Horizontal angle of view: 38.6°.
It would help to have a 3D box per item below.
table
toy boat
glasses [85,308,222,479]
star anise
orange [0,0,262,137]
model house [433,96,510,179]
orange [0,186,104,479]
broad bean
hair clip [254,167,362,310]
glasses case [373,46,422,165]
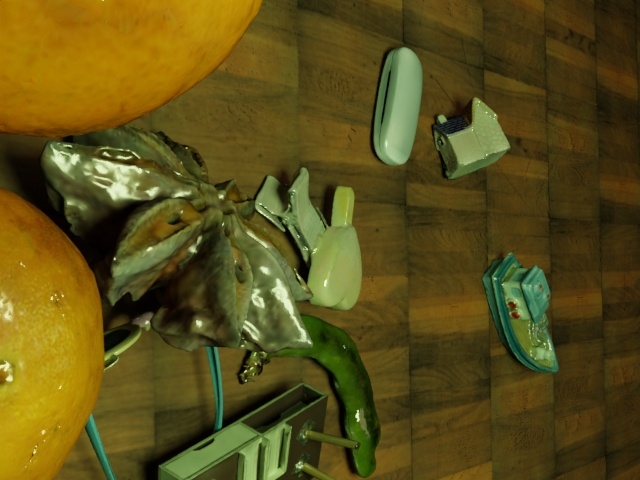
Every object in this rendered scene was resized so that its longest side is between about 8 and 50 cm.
[{"bbox_3d":[-0.059,0.273,1.023,0.240,0.111,0.121,-23,126,-48],"label":"table"},{"bbox_3d":[0.366,0.137,1.592,0.109,0.098,0.237,-46,123,-38],"label":"toy boat"},{"bbox_3d":[-0.186,0.171,0.960,0.190,0.088,0.220,-26,128,-49],"label":"glasses"},{"bbox_3d":[-0.136,-0.001,0.883,0.332,0.331,0.117,21,114,-48],"label":"star anise"},{"bbox_3d":[-0.238,-0.281,0.692,0.424,0.326,0.423,12,71,-38],"label":"orange"},{"bbox_3d":[0.230,-0.162,1.462,0.101,0.088,0.100,-22,81,-17],"label":"model house"},{"bbox_3d":[-0.298,0.087,0.680,0.284,0.226,0.283,1,88,-46],"label":"orange"},{"bbox_3d":[0.009,0.190,1.193,0.292,0.049,0.144,47,60,-36],"label":"broad bean"},{"bbox_3d":[0.003,-0.002,1.183,0.159,0.071,0.218,-60,135,-37],"label":"hair clip"},{"bbox_3d":[0.114,-0.197,1.340,0.067,0.045,0.178,26,69,-47],"label":"glasses case"}]
